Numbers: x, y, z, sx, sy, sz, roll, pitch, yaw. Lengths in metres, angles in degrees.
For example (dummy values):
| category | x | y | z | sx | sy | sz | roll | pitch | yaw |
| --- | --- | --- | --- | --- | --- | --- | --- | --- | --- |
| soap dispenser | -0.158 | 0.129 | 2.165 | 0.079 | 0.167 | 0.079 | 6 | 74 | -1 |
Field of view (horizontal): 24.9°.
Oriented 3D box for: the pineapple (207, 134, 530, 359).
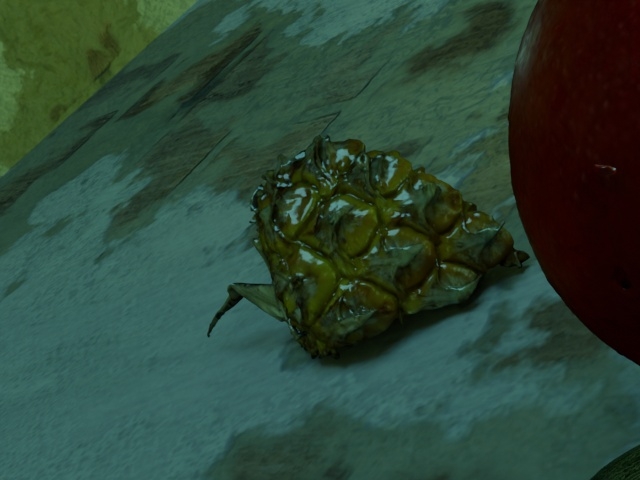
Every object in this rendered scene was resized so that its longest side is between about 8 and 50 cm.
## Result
| category | x | y | z | sx | sy | sz | roll | pitch | yaw |
| --- | --- | --- | --- | --- | --- | --- | --- | --- | --- |
| pineapple | -0.003 | 0.004 | 1.267 | 0.158 | 0.161 | 0.334 | -45 | 25 | -21 |

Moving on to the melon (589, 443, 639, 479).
| category | x | y | z | sx | sy | sz | roll | pitch | yaw |
| --- | --- | --- | --- | --- | --- | --- | --- | --- | --- |
| melon | 0.185 | 0.151 | 0.713 | 0.167 | 0.114 | 0.114 | -26 | 22 | 12 |

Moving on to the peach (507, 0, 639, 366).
| category | x | y | z | sx | sy | sz | roll | pitch | yaw |
| --- | --- | --- | --- | --- | --- | --- | --- | --- | --- |
| peach | 0.273 | -0.076 | 0.758 | 0.370 | 0.370 | 0.370 | -29 | 21 | 12 |
